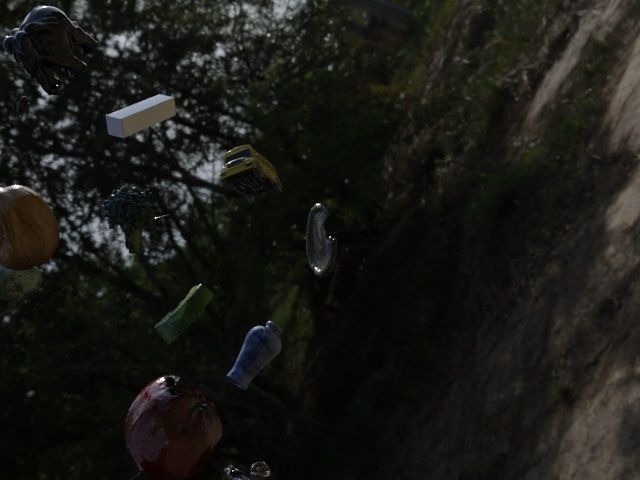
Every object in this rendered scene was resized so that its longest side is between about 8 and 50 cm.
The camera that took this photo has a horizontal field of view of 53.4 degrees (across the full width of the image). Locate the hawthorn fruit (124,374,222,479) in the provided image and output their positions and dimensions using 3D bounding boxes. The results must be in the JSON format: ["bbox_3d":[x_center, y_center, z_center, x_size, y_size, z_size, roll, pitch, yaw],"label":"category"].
[{"bbox_3d":[-0.411,0.516,1.662,0.300,0.254,0.254,-46,2,1],"label":"hawthorn fruit"}]

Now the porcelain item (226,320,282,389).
[{"bbox_3d":[-0.234,0.415,2.322,0.259,0.141,0.141,-57,-5,-23],"label":"porcelain item"}]

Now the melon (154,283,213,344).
[{"bbox_3d":[-0.379,0.203,1.753,0.209,0.064,0.118,-47,10,4],"label":"melon"}]

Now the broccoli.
[{"bbox_3d":[-0.693,-0.083,2.282,0.177,0.198,0.275,-22,-20,-28],"label":"broccoli"}]

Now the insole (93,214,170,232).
[{"bbox_3d":[-0.765,-0.067,2.569,0.109,0.322,0.007,-110,7,-85],"label":"insole"}]

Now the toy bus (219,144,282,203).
[{"bbox_3d":[-0.258,-0.248,2.337,0.330,0.144,0.152,32,-140,-73],"label":"toy bus"}]

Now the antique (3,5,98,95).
[{"bbox_3d":[-0.994,-0.709,2.329,0.255,0.185,0.322,54,-142,-47],"label":"antique"}]

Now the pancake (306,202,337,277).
[{"bbox_3d":[0.000,0.000,2.434,0.286,0.033,0.288,179,91,-70],"label":"pancake"}]

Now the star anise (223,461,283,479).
[{"bbox_3d":[-0.195,0.764,1.828,0.332,0.332,0.117,-74,-9,-60],"label":"star anise"}]

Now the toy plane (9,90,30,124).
[{"bbox_3d":[-1.050,-0.461,2.227,0.031,0.049,0.120,-129,57,-71],"label":"toy plane"}]

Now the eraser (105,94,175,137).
[{"bbox_3d":[-0.681,-0.478,2.432,0.298,0.078,0.076,-42,-38,-50],"label":"eraser"}]

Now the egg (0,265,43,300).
[{"bbox_3d":[-0.951,0.123,1.992,0.172,0.132,0.132,4,-73,-60],"label":"egg"}]

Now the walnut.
[{"bbox_3d":[-0.791,-0.032,1.659,0.225,0.193,0.193,63,-163,-19],"label":"walnut"}]
